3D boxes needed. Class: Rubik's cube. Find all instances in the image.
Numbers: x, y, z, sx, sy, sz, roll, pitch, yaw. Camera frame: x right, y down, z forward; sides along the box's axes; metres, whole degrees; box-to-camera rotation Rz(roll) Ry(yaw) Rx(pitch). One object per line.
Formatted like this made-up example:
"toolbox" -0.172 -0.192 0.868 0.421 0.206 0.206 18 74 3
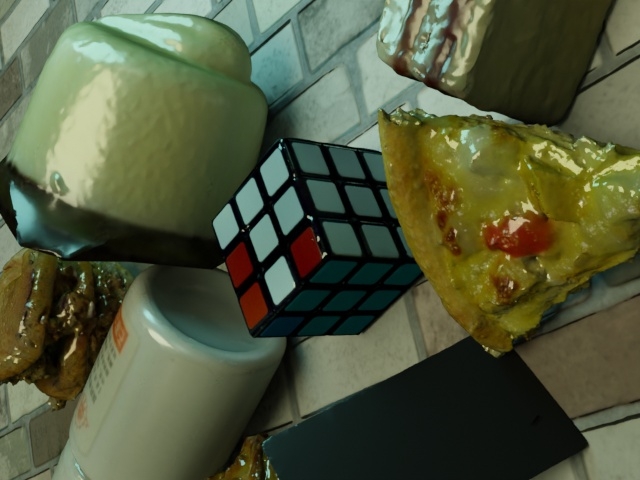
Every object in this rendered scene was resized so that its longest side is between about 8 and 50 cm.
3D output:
"Rubik's cube" 0.000 0.000 1.086 0.162 0.161 0.163 -46 54 39

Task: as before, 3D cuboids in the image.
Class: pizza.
"pizza" 0.189 -0.031 0.846 0.288 0.075 0.280 -21 109 41

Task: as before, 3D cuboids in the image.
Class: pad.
"pad" 0.095 0.192 0.922 0.159 0.265 0.009 55 164 37

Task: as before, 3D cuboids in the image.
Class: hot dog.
"hot dog" -0.096 0.318 1.116 0.122 0.196 0.272 40 161 11

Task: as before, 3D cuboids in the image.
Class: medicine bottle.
"medicine bottle" -0.207 0.226 1.282 0.211 0.211 0.371 52 125 38

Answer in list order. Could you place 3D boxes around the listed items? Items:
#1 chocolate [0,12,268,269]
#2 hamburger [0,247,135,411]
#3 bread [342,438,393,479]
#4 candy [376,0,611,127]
"chocolate" -0.235 -0.147 1.251 0.314 0.326 0.297 36 120 56
"hamburger" -0.403 0.137 1.519 0.245 0.211 0.260 27 103 55
"bread" 0.054 0.278 1.011 0.236 0.070 0.236 53 152 43
"candy" 0.181 -0.275 0.877 0.135 0.179 0.320 37 116 43
